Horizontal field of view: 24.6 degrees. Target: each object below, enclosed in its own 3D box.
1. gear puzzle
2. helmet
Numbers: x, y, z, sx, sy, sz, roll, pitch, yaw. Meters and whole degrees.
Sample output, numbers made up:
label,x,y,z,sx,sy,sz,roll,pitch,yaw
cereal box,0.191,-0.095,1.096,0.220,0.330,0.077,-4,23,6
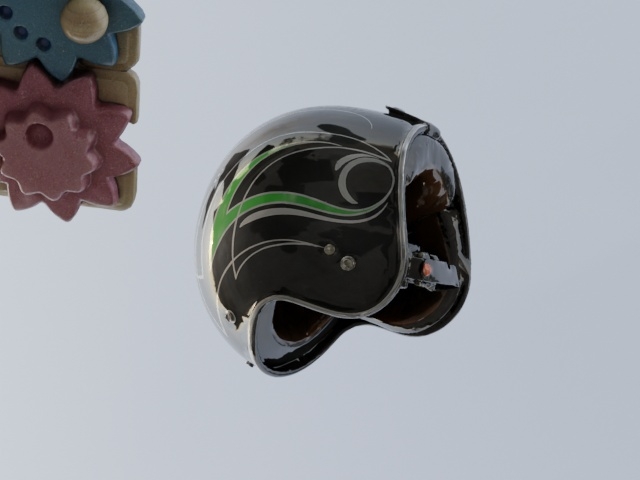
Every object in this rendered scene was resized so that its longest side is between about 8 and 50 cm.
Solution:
label,x,y,z,sx,sy,sz,roll,pitch,yaw
gear puzzle,-0.251,-0.098,0.686,0.339,0.044,0.175,7,-58,1
helmet,0.000,0.000,0.929,0.162,0.169,0.169,-6,-81,25
